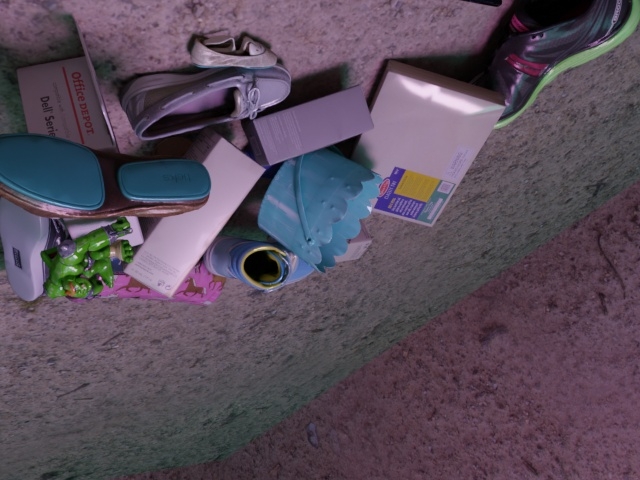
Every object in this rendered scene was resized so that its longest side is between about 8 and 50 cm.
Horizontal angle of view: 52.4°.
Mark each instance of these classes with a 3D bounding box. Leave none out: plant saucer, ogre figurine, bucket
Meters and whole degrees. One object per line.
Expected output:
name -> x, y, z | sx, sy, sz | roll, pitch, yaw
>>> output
plant saucer -> -0.298, -0.184, 1.308 | 0.083, 0.015, 0.083 | -22, 153, -12
ogre figurine -> -0.393, 0.041, 1.083 | 0.118, 0.097, 0.197 | -16, 173, -45
bucket -> -0.001, -0.082, 1.481 | 0.281, 0.183, 0.281 | -55, 168, -17

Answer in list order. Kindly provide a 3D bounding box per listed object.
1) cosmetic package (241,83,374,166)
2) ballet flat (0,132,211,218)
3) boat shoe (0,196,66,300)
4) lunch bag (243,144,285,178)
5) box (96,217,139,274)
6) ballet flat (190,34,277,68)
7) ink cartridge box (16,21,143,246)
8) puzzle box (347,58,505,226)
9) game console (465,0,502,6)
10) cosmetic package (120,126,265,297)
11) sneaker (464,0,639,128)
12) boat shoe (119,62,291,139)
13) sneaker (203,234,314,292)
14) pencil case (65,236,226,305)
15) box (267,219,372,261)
cosmetic package -> -0.025, -0.233, 1.332 | 0.238, 0.107, 0.127 | -24, -170, -15
ballet flat -> -0.323, -0.076, 0.932 | 0.342, 0.116, 0.124 | -3, 163, -44
boat shoe -> -0.561, -0.008, 1.296 | 0.102, 0.108, 0.301 | -47, 161, -47
lunch bag -> -0.127, -0.175, 1.428 | 0.098, 0.067, 0.065 | 4, 140, -48
box -> -0.401, -0.008, 1.369 | 0.044, 0.159, 0.233 | -13, 168, 42
ballet flat -> -0.145, -0.332, 1.142 | 0.168, 0.057, 0.052 | -11, 140, -30
ink cartridge box -> -0.393, -0.149, 1.062 | 0.119, 0.207, 0.353 | -16, 151, -15
puzzle box -> 0.216, -0.209, 1.530 | 0.272, 0.052, 0.409 | 15, 138, -9
game console -> 0.306, -0.515, 1.207 | 0.144, 0.124, 0.085 | -6, 174, -36
cosmetic package -> -0.257, -0.061, 1.268 | 0.113, 0.160, 0.309 | 36, 94, -27
sneaker -> 0.453, -0.429, 1.453 | 0.483, 0.185, 0.202 | -38, 126, 24
boat shoe -> -0.194, -0.251, 1.184 | 0.320, 0.103, 0.118 | -14, 151, -27
sneaker -> -0.098, 0.065, 1.554 | 0.319, 0.208, 0.127 | 3, 97, -39
pencil case -> -0.401, 0.075, 1.524 | 0.386, 0.167, 0.160 | 8, 118, -49
box -> 0.000, 0.000, 1.823 | 0.275, 0.113, 0.094 | -9, 148, -36
